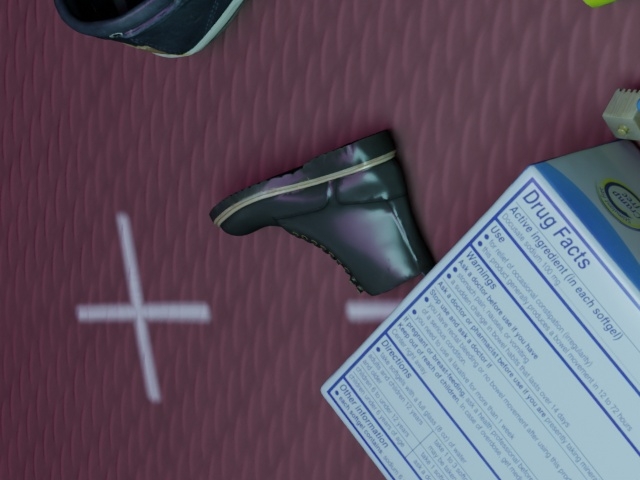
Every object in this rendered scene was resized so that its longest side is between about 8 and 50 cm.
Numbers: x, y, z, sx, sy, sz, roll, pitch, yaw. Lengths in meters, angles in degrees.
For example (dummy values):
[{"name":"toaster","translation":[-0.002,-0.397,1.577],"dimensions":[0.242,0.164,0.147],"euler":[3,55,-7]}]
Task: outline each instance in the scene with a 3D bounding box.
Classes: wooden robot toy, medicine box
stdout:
[{"name":"wooden robot toy","translation":[0.288,-0.106,1.074],"dimensions":[0.076,0.079,0.173],"euler":[41,156,-25]},{"name":"medicine box","translation":[0.190,0.118,1.145],"dimensions":[0.263,0.149,0.289],"euler":[52,127,16]}]

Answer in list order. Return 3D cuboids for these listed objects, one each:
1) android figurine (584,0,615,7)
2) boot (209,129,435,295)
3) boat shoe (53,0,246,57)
[{"name":"android figurine","translation":[0.186,-0.287,1.064],"dimensions":[0.272,0.056,0.248],"euler":[-14,115,41]},{"name":"boot","translation":[0.000,0.000,1.320],"dimensions":[0.198,0.077,0.137],"euler":[-21,94,41]},{"name":"boat shoe","translation":[-0.071,-0.347,1.231],"dimensions":[0.187,0.156,0.500],"euler":[51,126,19]}]
